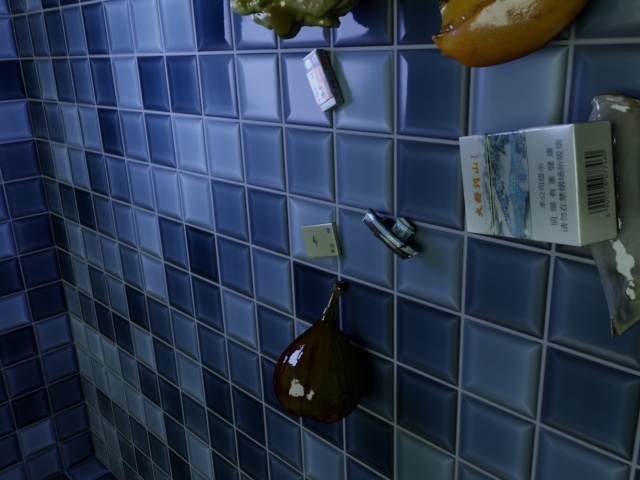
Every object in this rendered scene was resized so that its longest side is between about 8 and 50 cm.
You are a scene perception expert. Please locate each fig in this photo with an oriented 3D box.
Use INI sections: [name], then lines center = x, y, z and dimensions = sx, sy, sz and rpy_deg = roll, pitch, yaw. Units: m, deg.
[fig]
center = 0.017, 0.251, 1.376
dimensions = 0.217, 0.217, 0.320
rpy_deg = 12, 85, 45

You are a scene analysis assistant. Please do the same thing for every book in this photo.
[book]
center = 0.000, 0.000, 1.388
dimensions = 0.111, 0.014, 0.077
rpy_deg = -5, 99, 48

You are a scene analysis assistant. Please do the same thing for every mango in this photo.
[mango]
center = 0.288, -0.350, 0.860
dimensions = 0.252, 0.126, 0.153
rpy_deg = -26, 72, 41

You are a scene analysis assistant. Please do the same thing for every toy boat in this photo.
[toy boat]
center = 0.149, -0.020, 1.192
dimensions = 0.066, 0.059, 0.140
rpy_deg = -50, 63, 16

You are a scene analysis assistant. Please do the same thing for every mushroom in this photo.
[mushroom]
center = 0.428, -0.037, 0.848
dimensions = 0.109, 0.097, 0.351
rpy_deg = -5, 98, 50

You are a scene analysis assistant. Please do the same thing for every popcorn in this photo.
[popcorn]
center = -0.041, -0.499, 1.095
dimensions = 0.259, 0.212, 0.259
rpy_deg = 4, 123, 6

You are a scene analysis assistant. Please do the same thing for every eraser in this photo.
[eraser]
center = 0.005, -0.335, 1.244
dimensions = 0.052, 0.029, 0.122
rpy_deg = -21, 88, 50

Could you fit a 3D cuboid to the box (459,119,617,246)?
[box]
center = 0.315, -0.088, 0.896
dimensions = 0.256, 0.069, 0.164
rpy_deg = -166, 68, -68
